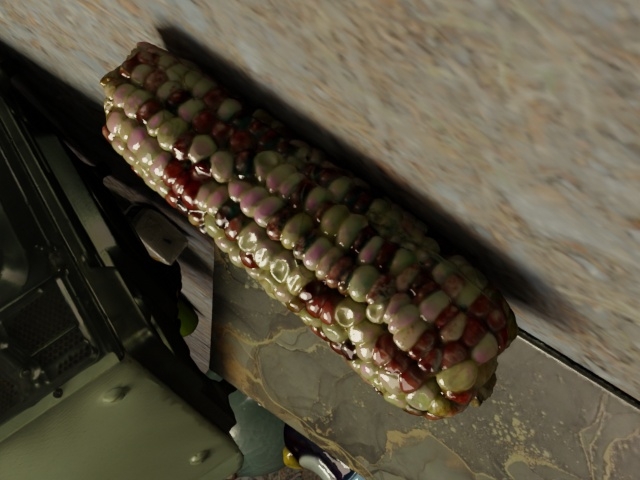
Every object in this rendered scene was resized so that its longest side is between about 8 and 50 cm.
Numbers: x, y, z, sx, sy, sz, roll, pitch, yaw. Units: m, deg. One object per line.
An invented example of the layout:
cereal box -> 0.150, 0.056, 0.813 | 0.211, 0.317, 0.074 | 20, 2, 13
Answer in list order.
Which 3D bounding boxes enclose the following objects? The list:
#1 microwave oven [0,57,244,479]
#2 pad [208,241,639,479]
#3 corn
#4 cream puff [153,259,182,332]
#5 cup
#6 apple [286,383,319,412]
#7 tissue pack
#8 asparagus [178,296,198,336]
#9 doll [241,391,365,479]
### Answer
microwave oven -> -0.270, 0.056, 1.088 | 0.394, 0.247, 0.333 | 56, 177, 29
pad -> 0.059, 0.110, 0.852 | 0.367, 0.007, 0.248 | 33, 140, 24
corn -> -0.012, -0.005, 0.681 | 0.280, 0.092, 0.092 | 37, 169, 6
cream puff -> -0.247, 0.082, 1.420 | 0.164, 0.239, 0.239 | 0, 167, -2
cup -> -0.082, 0.209, 1.456 | 0.199, 0.150, 0.199 | 34, 150, 24
apple -> 0.016, 0.103, 0.996 | 0.126, 0.102, 0.126 | 35, 168, 9
tissue pack -> -0.186, -0.007, 1.319 | 0.062, 0.042, 0.083 | 44, 166, -22
asparagus -> -0.259, 0.076, 1.832 | 0.067, 0.060, 0.278 | 42, 172, 33
doll -> 0.029, 0.196, 1.242 | 0.314, 0.141, 0.177 | 39, -178, 13
